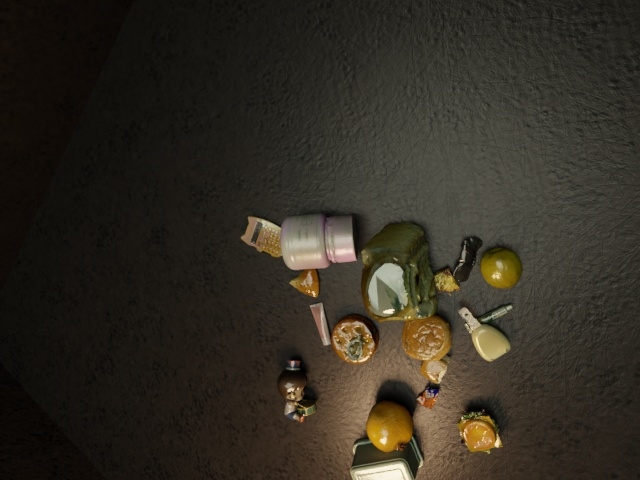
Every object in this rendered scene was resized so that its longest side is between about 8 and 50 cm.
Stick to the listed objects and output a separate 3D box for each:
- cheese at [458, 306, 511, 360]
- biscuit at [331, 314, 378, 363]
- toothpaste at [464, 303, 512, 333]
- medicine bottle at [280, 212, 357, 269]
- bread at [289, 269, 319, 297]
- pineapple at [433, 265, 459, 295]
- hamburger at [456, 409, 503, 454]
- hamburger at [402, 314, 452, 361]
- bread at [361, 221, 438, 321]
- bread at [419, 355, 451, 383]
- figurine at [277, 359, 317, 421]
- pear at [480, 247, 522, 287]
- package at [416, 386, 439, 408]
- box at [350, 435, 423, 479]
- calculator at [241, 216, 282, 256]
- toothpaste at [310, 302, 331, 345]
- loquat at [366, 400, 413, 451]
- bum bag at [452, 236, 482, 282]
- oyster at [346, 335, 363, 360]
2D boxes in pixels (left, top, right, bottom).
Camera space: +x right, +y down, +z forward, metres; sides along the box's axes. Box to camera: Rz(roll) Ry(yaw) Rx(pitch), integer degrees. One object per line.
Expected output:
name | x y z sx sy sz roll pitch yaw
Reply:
cheese | 0.650 0.370 1.646 0.127 0.054 0.251 -41 95 18
biscuit | 0.154 0.448 1.842 0.221 0.066 0.220 2 98 18
toothpaste | 0.690 0.315 1.660 0.204 0.031 0.049 -36 84 21
medicine bottle | 0.000 0.000 1.742 0.302 0.241 0.241 -5 96 11
bread | -0.057 0.209 1.892 0.154 0.054 0.136 -37 88 22
pineapple | 0.517 0.161 1.687 0.137 0.069 0.116 18 97 7
hamburger | 0.665 0.796 1.699 0.164 0.093 0.189 -12 92 22
hamburger | 0.447 0.403 1.697 0.214 0.108 0.213 -8 71 22
bread | 0.291 0.127 1.586 0.239 0.264 0.395 -8 90 35
bread | 0.486 0.539 1.732 0.106 0.082 0.125 24 106 10
figurine | -0.119 0.708 1.933 0.158 0.161 0.275 -13 95 -3
pear | 0.699 0.105 1.571 0.149 0.149 0.162 -19 109 20
package | 0.474 0.687 1.784 0.077 0.033 0.110 13 117 -6
box | 0.284 1.003 1.811 0.312 0.182 0.175 -22 90 21
calculator | -0.258 -0.016 1.941 0.237 0.033 0.157 26 104 12
toothpaste | 0.006 0.392 1.902 0.067 0.043 0.194 -18 85 23
loquat | 0.299 0.810 1.767 0.208 0.208 0.208 3 98 19
bum bag | 0.591 0.076 1.649 0.087 0.049 0.197 10 103 -25
oyster | 0.155 0.481 1.800 0.100 0.037 0.098 -32 66 38
